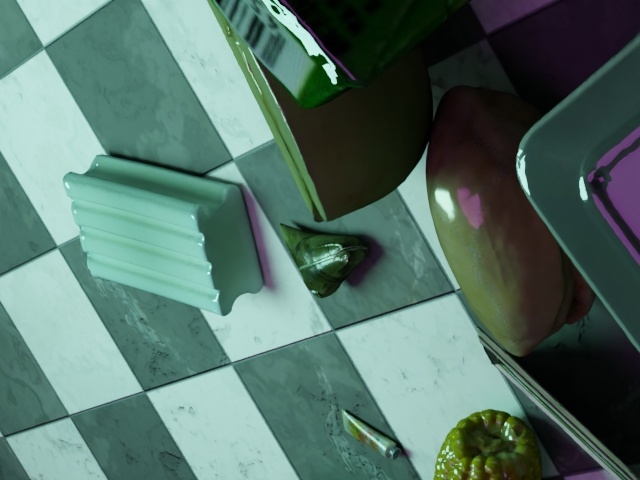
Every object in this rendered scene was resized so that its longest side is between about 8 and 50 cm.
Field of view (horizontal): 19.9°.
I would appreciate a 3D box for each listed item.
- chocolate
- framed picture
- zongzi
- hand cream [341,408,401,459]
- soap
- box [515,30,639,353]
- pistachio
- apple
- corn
[{"bbox_3d":[0.020,-0.333,1.668,0.360,0.341,0.161,51,154,4],"label":"chocolate"},{"bbox_3d":[0.266,0.195,1.975,0.252,0.014,0.197,44,178,16],"label":"framed picture"},{"bbox_3d":[0.000,0.000,2.195,0.113,0.052,0.104,60,138,16],"label":"zongzi"},{"bbox_3d":[0.062,0.252,2.340,0.102,0.022,0.035,29,142,38],"label":"hand cream"},{"bbox_3d":[-0.207,-0.011,2.378,0.265,0.087,0.160,14,127,42],"label":"soap"},{"bbox_3d":[0.407,-0.032,1.529,0.396,0.111,0.396,-43,79,35],"label":"box"},{"bbox_3d":[0.193,-0.026,1.855,0.181,0.162,0.293,23,142,58],"label":"pistachio"},{"bbox_3d":[-0.042,-0.194,1.874,0.320,0.311,0.360,-22,94,43],"label":"apple"},{"bbox_3d":[0.196,0.354,2.181,0.131,0.131,0.344,29,139,31],"label":"corn"}]
